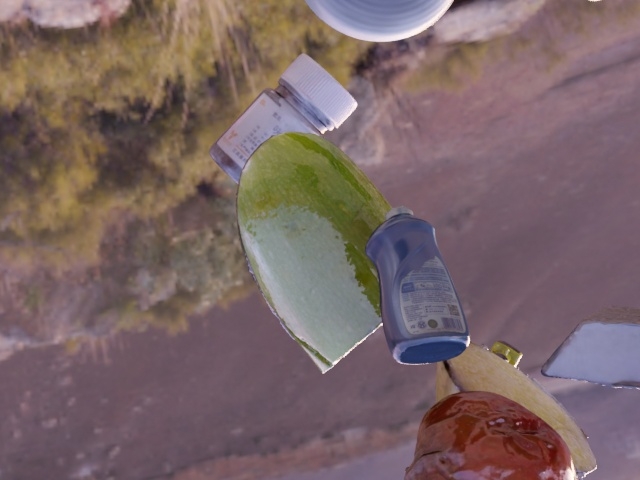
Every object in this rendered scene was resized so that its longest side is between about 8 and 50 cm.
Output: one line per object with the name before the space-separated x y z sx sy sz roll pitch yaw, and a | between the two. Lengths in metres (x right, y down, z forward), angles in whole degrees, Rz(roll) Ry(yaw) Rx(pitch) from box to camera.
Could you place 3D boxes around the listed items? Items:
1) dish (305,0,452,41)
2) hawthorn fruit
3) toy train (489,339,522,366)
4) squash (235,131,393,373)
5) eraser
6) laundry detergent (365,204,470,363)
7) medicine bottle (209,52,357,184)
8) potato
dish | 0.096 -0.443 1.638 0.273 0.273 0.134 -10 177 -9
hawthorn fruit | 0.239 0.307 1.353 0.272 0.241 0.242 6 171 17
toy train | 0.371 0.281 2.372 0.089 0.127 0.219 30 -174 15
squash | 0.000 0.000 1.628 0.234 0.309 0.210 -38 174 -16
eraser | 0.427 0.124 1.230 0.353 0.077 0.111 3 -170 29
laundry detergent | 0.108 0.042 1.303 0.097 0.206 0.061 -5 146 -10
medicine bottle | -0.072 -0.217 2.163 0.273 0.165 0.165 -46 161 4
potato | 0.260 0.266 1.637 0.299 0.239 0.116 32 116 -26
